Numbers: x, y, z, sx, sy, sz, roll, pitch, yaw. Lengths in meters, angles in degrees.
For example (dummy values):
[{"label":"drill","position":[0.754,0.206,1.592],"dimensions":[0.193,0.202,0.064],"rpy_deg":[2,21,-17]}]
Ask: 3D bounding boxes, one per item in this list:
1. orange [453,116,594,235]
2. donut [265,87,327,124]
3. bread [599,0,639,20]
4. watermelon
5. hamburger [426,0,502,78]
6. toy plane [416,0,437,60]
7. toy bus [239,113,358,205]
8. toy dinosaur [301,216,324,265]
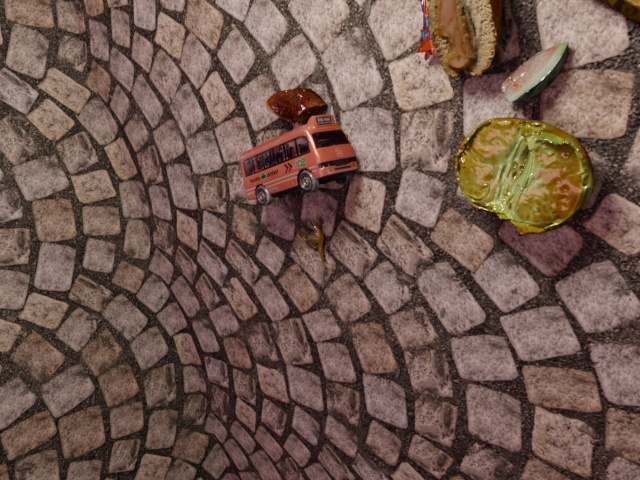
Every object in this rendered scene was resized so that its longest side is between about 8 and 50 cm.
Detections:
[{"label":"orange","position":[0.523,-0.180,1.321],"dimensions":[0.335,0.196,0.262],"rpy_deg":[28,139,35]},{"label":"donut","position":[-0.093,-0.473,1.794],"dimensions":[0.186,0.126,0.144],"rpy_deg":[47,125,16]},{"label":"bread","position":[0.628,-0.575,1.130],"dimensions":[0.269,0.087,0.098],"rpy_deg":[44,130,19]},{"label":"watermelon","position":[0.541,-0.418,1.293],"dimensions":[0.180,0.081,0.094],"rpy_deg":[-31,70,29]},{"label":"hamburger","position":[0.364,-0.596,1.286],"dimensions":[0.162,0.209,0.330],"rpy_deg":[2,146,32]},{"label":"toy plane","position":[0.301,-0.597,1.421],"dimensions":[0.130,0.061,0.189],"rpy_deg":[-134,45,-74]},{"label":"toy bus","position":[-0.086,-0.269,1.818],"dimensions":[0.427,0.203,0.232],"rpy_deg":[-12,95,46]},{"label":"toy dinosaur","position":[0.000,0.000,1.969],"dimensions":[0.162,0.039,0.126],"rpy_deg":[54,132,8]}]
